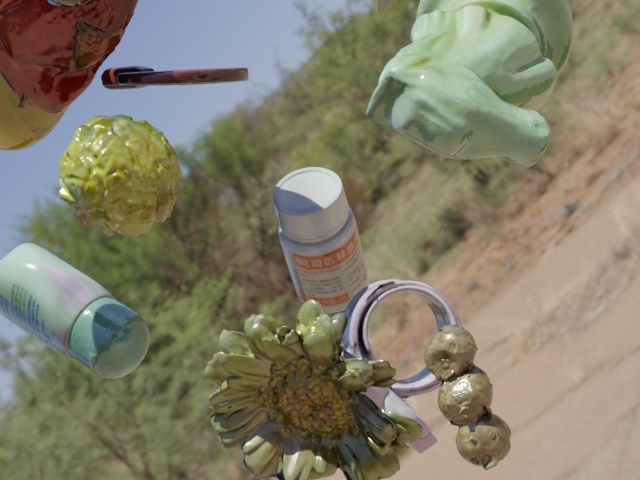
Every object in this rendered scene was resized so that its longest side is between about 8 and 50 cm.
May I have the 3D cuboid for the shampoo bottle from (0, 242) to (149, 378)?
[{"bbox_3d":[-0.497,0.152,2.425,0.151,0.349,0.222,-43,-31,-34],"label":"shampoo bottle"}]

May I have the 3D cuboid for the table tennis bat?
[{"bbox_3d":[-0.251,-0.270,1.962,0.310,0.038,0.200,5,10,44],"label":"table tennis bat"}]

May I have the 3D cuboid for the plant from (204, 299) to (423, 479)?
[{"bbox_3d":[-0.030,0.226,1.748,0.261,0.306,0.297,-39,20,-3],"label":"plant"}]

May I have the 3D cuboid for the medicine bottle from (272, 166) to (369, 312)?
[{"bbox_3d":[0.000,0.000,2.141,0.144,0.144,0.252,-48,-41,-32],"label":"medicine bottle"}]

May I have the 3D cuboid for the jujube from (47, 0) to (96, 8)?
[{"bbox_3d":[-0.242,-0.355,1.367,0.230,0.155,0.155,-24,11,21],"label":"jujube"}]

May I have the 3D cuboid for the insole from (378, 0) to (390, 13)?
[{"bbox_3d":[0.126,-0.443,1.989,0.153,0.002,0.053,-65,-24,-18],"label":"insole"}]

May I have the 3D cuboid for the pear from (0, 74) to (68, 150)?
[{"bbox_3d":[-0.584,-0.371,2.090,0.362,0.418,0.362,-19,31,12],"label":"pear"}]

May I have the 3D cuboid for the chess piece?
[{"bbox_3d":[0.158,-0.167,1.213,0.176,0.175,0.298,-45,10,37],"label":"chess piece"}]

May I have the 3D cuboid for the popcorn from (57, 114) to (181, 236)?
[{"bbox_3d":[-0.306,-0.094,1.790,0.212,0.198,0.198,-12,25,39],"label":"popcorn"}]

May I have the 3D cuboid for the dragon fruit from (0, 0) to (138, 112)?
[{"bbox_3d":[-0.415,-0.392,1.786,0.228,0.329,0.286,-13,55,30],"label":"dragon fruit"}]

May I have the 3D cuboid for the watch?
[{"bbox_3d":[0.140,0.187,1.960,0.217,0.248,0.211,-47,6,-7],"label":"watch"}]

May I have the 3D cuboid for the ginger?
[{"bbox_3d":[0.204,0.217,1.680,0.080,0.204,0.104,-22,3,29],"label":"ginger"}]
